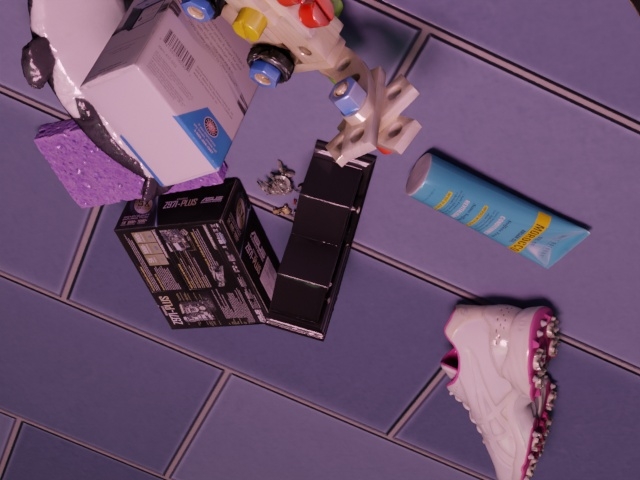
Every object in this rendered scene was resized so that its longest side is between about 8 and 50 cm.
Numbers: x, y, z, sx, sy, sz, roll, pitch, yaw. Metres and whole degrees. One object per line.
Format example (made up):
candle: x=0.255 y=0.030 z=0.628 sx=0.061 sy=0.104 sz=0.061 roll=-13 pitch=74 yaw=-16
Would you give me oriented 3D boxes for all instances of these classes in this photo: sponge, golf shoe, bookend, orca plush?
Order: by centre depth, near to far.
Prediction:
orca plush: x=-0.235 y=-0.188 z=1.321 sx=0.287 sy=0.151 sz=0.102 roll=51 pitch=170 yaw=-28
bookend: x=0.000 y=0.000 z=1.379 sx=0.072 sy=0.156 sz=0.157 roll=16 pitch=136 yaw=2
sponge: x=-0.223 y=-0.102 z=1.437 sx=0.210 sy=0.031 sz=0.117 roll=-9 pitch=130 yaw=25
golf shoe: x=0.225 y=0.192 z=1.552 sx=0.140 sy=0.115 sz=0.306 roll=12 pitch=131 yaw=21

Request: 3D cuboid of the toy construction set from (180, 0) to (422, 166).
toy construction set: x=-0.024 y=-0.221 z=1.133 sx=0.215 sy=0.151 sz=0.328 roll=1 pitch=133 yaw=47

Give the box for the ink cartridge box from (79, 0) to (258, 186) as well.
ink cartridge box: x=-0.138 y=-0.171 z=1.223 sx=0.082 sy=0.191 sz=0.140 roll=-16 pitch=127 yaw=32

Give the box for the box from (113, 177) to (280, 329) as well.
box: x=-0.144 y=0.020 z=1.500 sx=0.147 sy=0.078 sz=0.180 roll=-6 pitch=132 yaw=22

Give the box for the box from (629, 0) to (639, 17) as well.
box: x=0.456 y=-0.151 z=1.039 sx=0.257 sy=0.079 sz=0.322 roll=-30 pitch=92 yaw=38

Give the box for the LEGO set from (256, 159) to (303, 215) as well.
LEGO set: x=-0.046 y=-0.056 z=1.432 sx=0.054 sy=0.023 sz=0.083 roll=-8 pitch=131 yaw=24

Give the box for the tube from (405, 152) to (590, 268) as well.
tube: x=0.196 y=-0.031 z=1.370 sx=0.207 sy=0.052 sz=0.080 roll=25 pitch=143 yaw=-16
